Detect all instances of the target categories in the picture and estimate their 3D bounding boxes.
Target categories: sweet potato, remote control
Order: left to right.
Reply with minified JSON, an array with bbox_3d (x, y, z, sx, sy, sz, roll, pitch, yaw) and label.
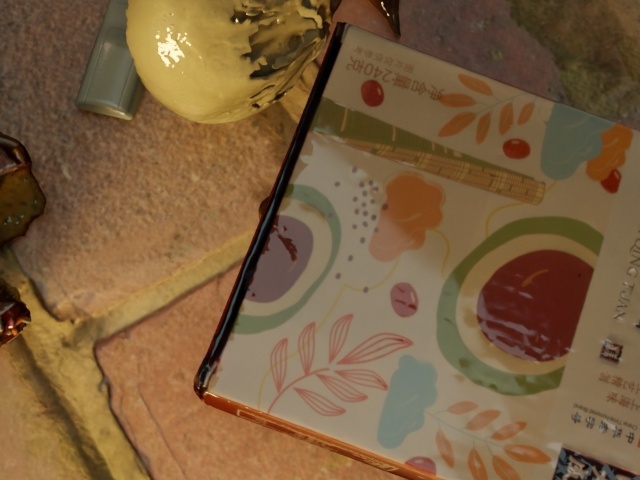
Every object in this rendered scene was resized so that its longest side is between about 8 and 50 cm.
[{"bbox_3d":[-0.191,-0.197,1.054,0.061,0.029,0.162,13,73,1],"label":"remote control"},{"bbox_3d":[0.061,-0.257,1.073,0.049,0.049,0.117,-17,85,-6],"label":"sweet potato"}]

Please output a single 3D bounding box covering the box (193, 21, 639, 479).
[{"bbox_3d":[0.132,0.040,0.931,0.385,0.122,0.344,20,74,0],"label":"box"}]

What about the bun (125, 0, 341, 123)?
[{"bbox_3d":[-0.049,-0.229,0.935,0.146,0.287,0.287,26,75,13],"label":"bun"}]

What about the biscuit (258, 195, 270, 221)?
[{"bbox_3d":[0.000,0.000,1.005,0.130,0.019,0.119,-19,75,-7],"label":"biscuit"}]

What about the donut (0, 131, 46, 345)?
[{"bbox_3d":[-0.349,0.010,0.957,0.216,0.096,0.230,-13,74,-2],"label":"donut"}]
